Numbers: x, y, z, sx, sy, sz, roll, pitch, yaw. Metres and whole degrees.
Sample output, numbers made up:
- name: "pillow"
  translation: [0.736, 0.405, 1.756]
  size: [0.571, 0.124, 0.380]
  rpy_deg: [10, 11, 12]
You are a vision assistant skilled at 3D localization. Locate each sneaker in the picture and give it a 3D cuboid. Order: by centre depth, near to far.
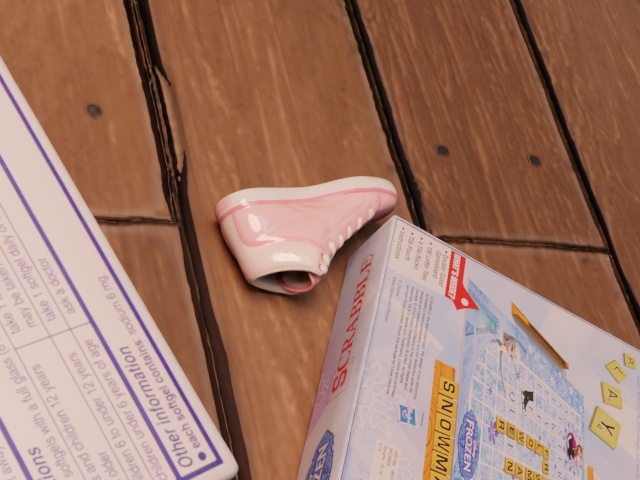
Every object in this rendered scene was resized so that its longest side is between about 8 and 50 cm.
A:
- name: "sneaker"
  translation: [0.000, 0.000, 0.795]
  size: [0.134, 0.051, 0.070]
  rpy_deg: [-7, 66, -33]

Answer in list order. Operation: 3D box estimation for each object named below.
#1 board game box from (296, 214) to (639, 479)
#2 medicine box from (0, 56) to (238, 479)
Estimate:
- name: "board game box"
  translation: [0.136, 0.184, 0.749]
  size: [0.318, 0.066, 0.319]
  rpy_deg: [29, 48, -15]
- name: "medicine box"
  translation: [-0.233, 0.064, 0.522]
  size: [0.289, 0.149, 0.263]
  rpy_deg: [-20, 73, -41]
